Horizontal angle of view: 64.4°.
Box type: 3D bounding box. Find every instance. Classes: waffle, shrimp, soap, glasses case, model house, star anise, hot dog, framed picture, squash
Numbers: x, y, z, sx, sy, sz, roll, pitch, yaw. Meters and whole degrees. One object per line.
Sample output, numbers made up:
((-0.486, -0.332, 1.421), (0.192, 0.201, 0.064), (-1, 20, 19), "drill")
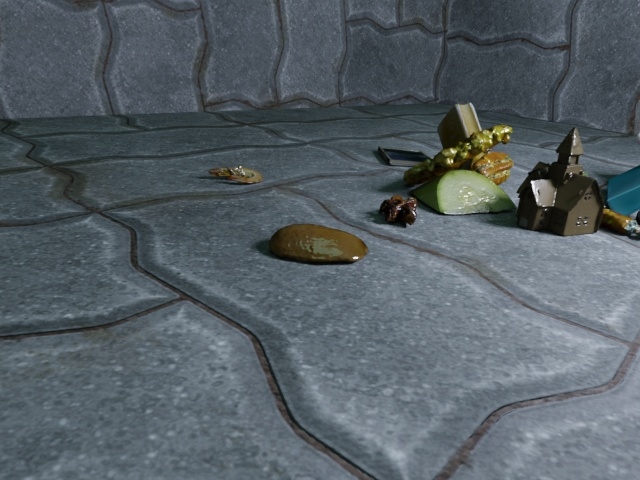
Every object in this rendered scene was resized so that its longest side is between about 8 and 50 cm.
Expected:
((0.398, -0.247, 1.499), (0.324, 0.068, 0.302), (-27, 0, -23), "waffle")
((-0.250, -0.187, 1.508), (0.162, 0.045, 0.095), (2, 42, -18), "shrimp")
((0.496, -0.322, 1.749), (0.080, 0.258, 0.160), (-6, -21, -15), "soap")
((0.919, -0.151, 1.499), (0.117, 0.070, 0.301), (-31, -1, 35), "glasses case")
((0.581, -0.153, 1.248), (0.176, 0.248, 0.181), (-6, 22, -22), "model house")
((0.187, -0.072, 1.230), (0.097, 0.070, 0.191), (9, 24, 8), "star anise")
((0.539, -0.223, 1.598), (0.072, 0.115, 0.268), (-3, 16, 41), "hot dog")
((0.328, -0.318, 1.943), (0.188, 0.023, 0.260), (4, 21, -5), "framed picture")
((0.385, -0.119, 1.448), (0.236, 0.155, 0.204), (-3, 59, -20), "squash")

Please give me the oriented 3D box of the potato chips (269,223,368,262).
((0.000, 0.000, 1.042), (0.201, 0.049, 0.150), (13, 28, 7), "potato chips")

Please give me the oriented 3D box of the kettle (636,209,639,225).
((0.901, -0.058, 1.250), (0.201, 0.144, 0.232), (-21, 3, 25), "kettle")

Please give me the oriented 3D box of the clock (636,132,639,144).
((1.177, -0.234, 1.550), (0.367, 0.251, 0.377), (3, 28, 0), "clock")

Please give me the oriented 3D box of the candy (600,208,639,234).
((0.740, -0.049, 1.286), (0.053, 0.047, 0.182), (-6, 28, -31), "candy")

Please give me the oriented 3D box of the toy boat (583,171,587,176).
((0.779, -0.180, 1.590), (0.184, 0.071, 0.089), (1, 23, -5), "toy boat")
